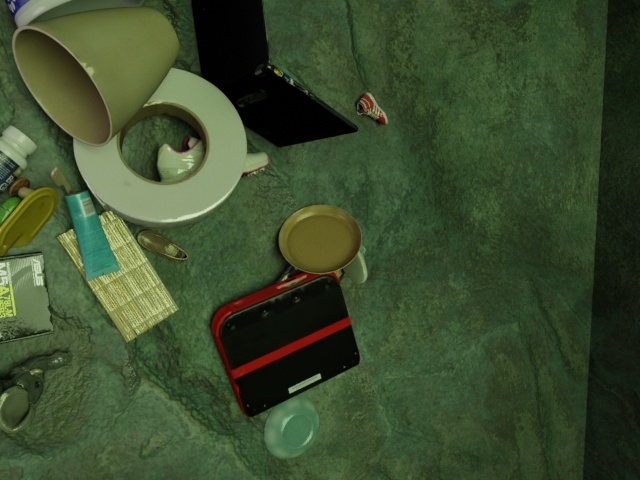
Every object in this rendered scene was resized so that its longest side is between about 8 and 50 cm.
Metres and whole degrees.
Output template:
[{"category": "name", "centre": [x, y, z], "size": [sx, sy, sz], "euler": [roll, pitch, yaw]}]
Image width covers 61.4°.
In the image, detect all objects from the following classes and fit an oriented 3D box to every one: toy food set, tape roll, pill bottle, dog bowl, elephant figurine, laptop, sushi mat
[{"category": "toy food set", "centre": [-0.649, -0.072, 1.175], "size": [0.071, 0.128, 0.217], "euler": [33, 75, 4]}, {"category": "tape roll", "centre": [-0.371, -0.219, 1.273], "size": [0.393, 0.072, 0.391], "euler": [3, 78, -15]}, {"category": "pill bottle", "centre": [-0.688, -0.159, 1.140], "size": [0.094, 0.094, 0.169], "euler": [45, 71, -26]}, {"category": "dog bowl", "centre": [-0.514, -0.518, 1.127], "size": [0.265, 0.265, 0.104], "euler": [-29, 104, -28]}, {"category": "elephant figurine", "centre": [-0.677, 0.334, 1.155], "size": [0.186, 0.169, 0.239], "euler": [-49, 137, 11]}, {"category": "laptop", "centre": [-0.126, -0.442, 1.308], "size": [0.408, 0.382, 0.236], "euler": [29, 78, -30]}, {"category": "sushi mat", "centre": [-0.490, 0.087, 1.327], "size": [0.151, 0.019, 0.316], "euler": [-36, 111, -26]}]

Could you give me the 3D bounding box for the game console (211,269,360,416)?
[{"category": "game console", "centre": [-0.088, 0.283, 1.532], "size": [0.387, 0.060, 0.341], "euler": [-22, 113, -17]}]

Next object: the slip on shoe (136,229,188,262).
[{"category": "slip on shoe", "centre": [-0.397, 0.016, 1.365], "size": [0.135, 0.041, 0.051], "euler": [37, 71, -29]}]

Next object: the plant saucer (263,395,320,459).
[{"category": "plant saucer", "centre": [-0.074, 0.563, 1.608], "size": [0.195, 0.037, 0.194], "euler": [-2, 93, -32]}]

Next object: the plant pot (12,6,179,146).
[{"category": "plant pot", "centre": [-0.440, -0.380, 1.144], "size": [0.274, 0.257, 0.256], "euler": [-50, 117, -36]}]

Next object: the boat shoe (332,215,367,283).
[{"category": "boat shoe", "centre": [0.096, 0.021, 1.615], "size": [0.081, 0.079, 0.227], "euler": [-7, 64, -43]}]

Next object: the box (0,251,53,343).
[{"category": "box", "centre": [-0.698, 0.130, 1.182], "size": [0.184, 0.045, 0.190], "euler": [-7, 98, -29]}]

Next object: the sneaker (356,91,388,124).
[{"category": "sneaker", "centre": [0.159, -0.399, 1.692], "size": [0.067, 0.042, 0.118], "euler": [-47, 108, -25]}]

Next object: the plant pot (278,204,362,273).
[{"category": "plant pot", "centre": [0.000, 0.000, 1.542], "size": [0.236, 0.236, 0.032], "euler": [-43, 154, -23]}]

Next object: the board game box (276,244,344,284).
[{"category": "board game box", "centre": [-0.015, 0.110, 1.604], "size": [0.194, 0.060, 0.194], "euler": [47, 68, -25]}]

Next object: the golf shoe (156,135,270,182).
[{"category": "golf shoe", "centre": [-0.273, -0.211, 1.393], "size": [0.307, 0.115, 0.140], "euler": [-18, 99, -31]}]

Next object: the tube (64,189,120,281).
[{"category": "tube", "centre": [-0.535, -0.012, 1.255], "size": [0.080, 0.052, 0.206], "euler": [-20, 108, -27]}]
